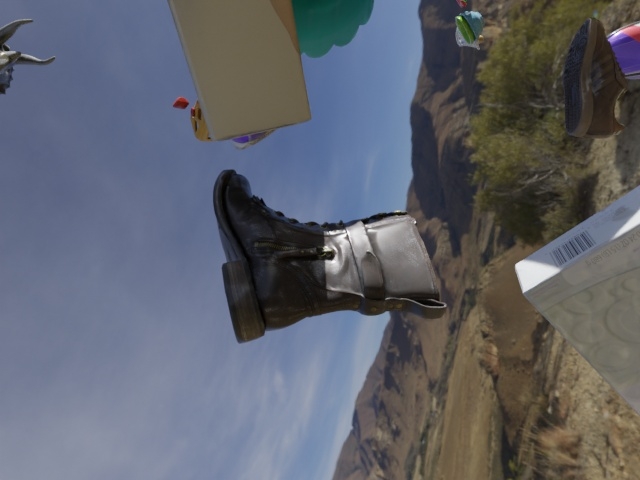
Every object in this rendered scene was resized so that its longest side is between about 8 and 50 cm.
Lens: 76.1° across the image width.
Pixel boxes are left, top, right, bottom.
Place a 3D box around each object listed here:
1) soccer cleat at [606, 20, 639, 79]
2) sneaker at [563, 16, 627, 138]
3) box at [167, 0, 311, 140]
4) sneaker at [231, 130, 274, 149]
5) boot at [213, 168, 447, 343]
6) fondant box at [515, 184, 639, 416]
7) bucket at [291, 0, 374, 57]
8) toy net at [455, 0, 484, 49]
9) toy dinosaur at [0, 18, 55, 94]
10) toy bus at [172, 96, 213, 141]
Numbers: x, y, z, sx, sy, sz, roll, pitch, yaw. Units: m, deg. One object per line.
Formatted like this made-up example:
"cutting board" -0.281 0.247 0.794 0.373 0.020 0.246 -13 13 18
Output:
"soccer cleat" 0.668 -0.324 0.719 0.117 0.317 0.109 -70 -15 -52
"sneaker" 0.412 -0.237 0.609 0.066 0.071 0.189 78 -158 -80
"box" -0.102 -0.285 0.439 0.148 0.121 0.312 -107 5 -55
"sneaker" -0.172 -0.293 0.794 0.146 0.102 0.294 58 -176 -43
"boot" 0.000 0.000 0.481 0.091 0.228 0.263 91 165 -50
"fondant box" 0.503 0.104 0.609 0.238 0.330 0.096 -42 8 29
"bucket" -0.038 -0.463 0.659 0.281 0.280 0.183 73 -159 -60
"toy net" 0.333 -0.502 0.956 0.122 0.045 0.232 57 -161 -1
"toy dinosaur" -0.454 -0.230 0.425 0.160 0.313 0.121 -51 1 -27
"toy bus" -0.305 -0.370 1.191 0.202 0.190 0.105 25 -134 -75
